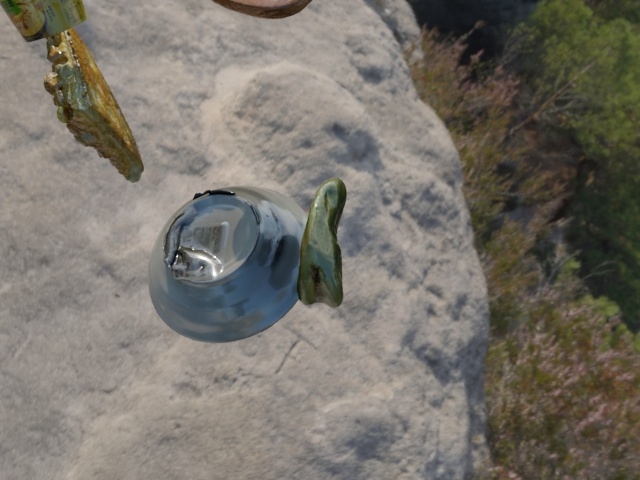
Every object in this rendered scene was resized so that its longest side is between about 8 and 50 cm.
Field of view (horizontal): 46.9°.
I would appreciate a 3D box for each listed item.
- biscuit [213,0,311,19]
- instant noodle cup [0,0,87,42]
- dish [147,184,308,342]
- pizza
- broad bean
[{"bbox_3d":[-0.079,-0.430,1.177,0.186,0.036,0.192,25,61,24],"label":"biscuit"},{"bbox_3d":[-0.469,-0.410,1.234,0.151,0.151,0.122,-43,128,-34],"label":"instant noodle cup"},{"bbox_3d":[-0.169,0.013,1.255,0.316,0.106,0.317,-7,61,12],"label":"dish"},{"bbox_3d":[-0.444,-0.270,1.437,0.087,0.268,0.258,-23,62,4],"label":"pizza"},{"bbox_3d":[0.003,0.000,1.151,0.072,0.153,0.207,2,76,2],"label":"broad bean"}]
